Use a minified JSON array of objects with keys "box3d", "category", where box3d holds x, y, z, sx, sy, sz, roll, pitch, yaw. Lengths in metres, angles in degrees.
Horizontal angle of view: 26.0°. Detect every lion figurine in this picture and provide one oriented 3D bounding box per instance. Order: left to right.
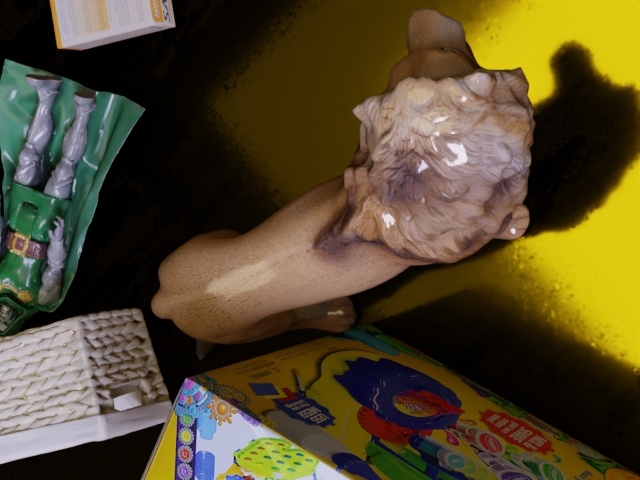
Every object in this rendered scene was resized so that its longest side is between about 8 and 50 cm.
[{"box3d":[0.000,0.000,0.976,0.392,0.240,0.142,-37,79,24],"category":"lion figurine"}]

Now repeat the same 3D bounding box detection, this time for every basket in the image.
[{"box3d":[-0.226,0.124,1.163,0.167,0.113,0.103,-16,85,25],"category":"basket"}]

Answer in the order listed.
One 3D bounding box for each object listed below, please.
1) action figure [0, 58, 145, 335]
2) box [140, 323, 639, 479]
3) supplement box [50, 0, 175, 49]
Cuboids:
[{"box3d":[-0.243,-0.024,1.190,0.137,0.063,0.232,21,106,19],"category":"action figure"},{"box3d":[0.057,0.211,0.939,0.279,0.290,0.177,29,105,20],"category":"box"},{"box3d":[-0.174,-0.198,1.153,0.098,0.036,0.062,-8,90,26],"category":"supplement box"}]
